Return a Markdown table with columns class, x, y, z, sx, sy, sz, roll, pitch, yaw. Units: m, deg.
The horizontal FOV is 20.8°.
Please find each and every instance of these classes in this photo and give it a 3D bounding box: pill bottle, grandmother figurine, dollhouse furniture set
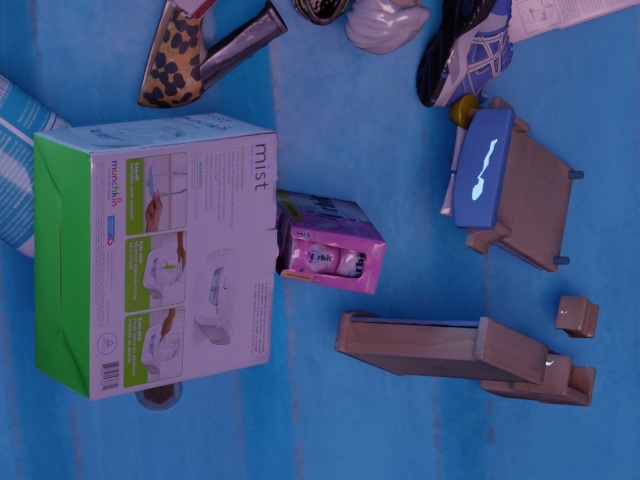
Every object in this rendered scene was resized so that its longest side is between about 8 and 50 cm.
| class | x | y | z | sx | sy | sz | roll | pitch | yaw |
| --- | --- | --- | --- | --- | --- | --- | --- | --- | --- |
| pill bottle | -0.329 | -0.079 | 1.882 | 0.264 | 0.146 | 0.146 | 37 | 96 | -16 |
| grandmother figurine | 0.098 | -0.368 | 1.882 | 0.208 | 0.104 | 0.342 | 10 | 97 | -29 |
| dollhouse furniture set | 0.187 | 0.012 | 2.032 | 0.286 | 0.198 | 0.303 | 26 | 71 | -51 |

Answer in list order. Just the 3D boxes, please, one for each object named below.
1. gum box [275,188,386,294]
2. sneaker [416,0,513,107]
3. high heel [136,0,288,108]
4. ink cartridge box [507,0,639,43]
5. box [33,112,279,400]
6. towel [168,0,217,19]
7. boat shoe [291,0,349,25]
| class | x | y | z | sx | sy | sz | roll | pitch | yaw |
| --- | --- | --- | --- | --- | --- | --- | --- | --- | --- |
| gum box | 0.000 | 0.000 | 1.936 | 0.107 | 0.188 | 0.062 | 10 | 103 | -13 |
| sneaker | 0.179 | -0.238 | 1.950 | 0.081 | 0.080 | 0.211 | 7 | 131 | -23 |
| high heel | -0.182 | -0.275 | 1.889 | 0.186 | 0.093 | 0.261 | -34 | 105 | 9 |
| ink cartridge box | 0.276 | -0.336 | 1.976 | 0.225 | 0.056 | 0.181 | -17 | 108 | 16 |
| box | -0.170 | 0.011 | 1.831 | 0.231 | 0.127 | 0.262 | -11 | 110 | -36 |
| towel | -0.154 | -0.412 | 1.758 | 0.237 | 0.037 | 0.329 | -45 | 120 | -2 |
| boat shoe | 0.016 | -0.348 | 1.907 | 0.081 | 0.068 | 0.227 | 4 | 104 | -11 |
